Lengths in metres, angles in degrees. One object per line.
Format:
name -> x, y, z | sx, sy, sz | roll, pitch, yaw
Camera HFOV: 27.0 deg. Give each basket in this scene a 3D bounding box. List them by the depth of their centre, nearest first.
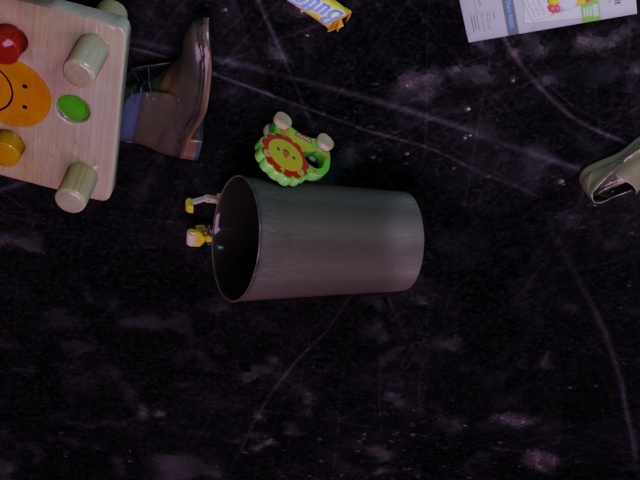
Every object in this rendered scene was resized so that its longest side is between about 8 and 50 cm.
basket -> 0.000, 0.000, 1.657 | 0.227, 0.154, 0.204 | 1, 171, -21

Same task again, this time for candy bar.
candy bar -> -0.034, -0.278, 1.458 | 0.161, 0.018, 0.040 | 30, 132, -27

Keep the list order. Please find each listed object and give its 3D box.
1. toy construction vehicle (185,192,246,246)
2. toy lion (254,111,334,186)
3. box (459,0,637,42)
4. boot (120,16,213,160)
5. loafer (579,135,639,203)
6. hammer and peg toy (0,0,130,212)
toy construction vehicle -> -0.127, -0.026, 1.744 | 0.098, 0.035, 0.086 | -3, 140, -7
toy lion -> -0.033, -0.101, 1.602 | 0.100, 0.096, 0.034 | 24, 134, -24
box -> 0.237, -0.290, 1.419 | 0.186, 0.038, 0.145 | -9, 138, 10
boot -> -0.181, -0.173, 1.537 | 0.106, 0.082, 0.219 | 6, 141, -8
loafer -> 0.387, -0.087, 1.636 | 0.148, 0.050, 0.056 | -32, 129, 33
hammer and peg toy -> -0.339, -0.211, 1.442 | 0.266, 0.127, 0.361 | 14, 133, 1
